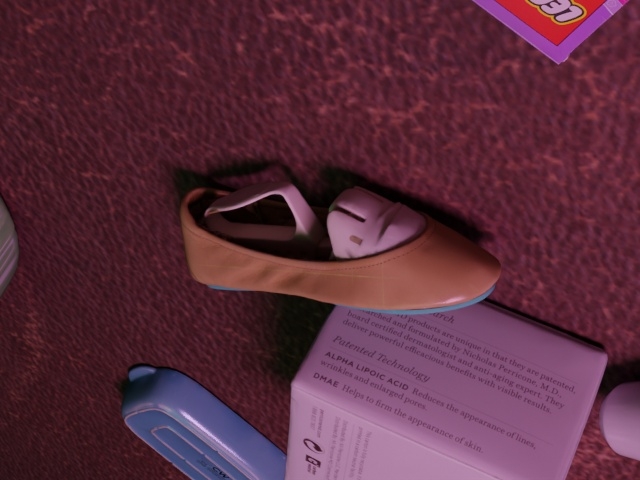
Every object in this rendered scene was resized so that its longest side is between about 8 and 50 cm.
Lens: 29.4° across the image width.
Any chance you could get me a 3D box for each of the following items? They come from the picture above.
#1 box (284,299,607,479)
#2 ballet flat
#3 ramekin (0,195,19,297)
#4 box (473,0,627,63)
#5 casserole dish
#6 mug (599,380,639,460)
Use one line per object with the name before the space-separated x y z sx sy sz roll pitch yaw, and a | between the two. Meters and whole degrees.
box | 0.079 0.131 0.841 0.182 0.119 0.181 22 145 12
ballet flat | 0.000 0.000 0.774 0.232 0.080 0.073 2 122 33
ramekin | -0.396 -0.004 0.991 0.303 0.148 0.303 19 144 15
box | 0.044 -0.220 0.472 0.293 0.057 0.201 35 145 -8
casserole dish | -0.108 0.186 1.123 0.188 0.037 0.114 42 145 -18
mug | 0.217 0.121 0.781 0.064 0.062 0.078 -3 128 50
